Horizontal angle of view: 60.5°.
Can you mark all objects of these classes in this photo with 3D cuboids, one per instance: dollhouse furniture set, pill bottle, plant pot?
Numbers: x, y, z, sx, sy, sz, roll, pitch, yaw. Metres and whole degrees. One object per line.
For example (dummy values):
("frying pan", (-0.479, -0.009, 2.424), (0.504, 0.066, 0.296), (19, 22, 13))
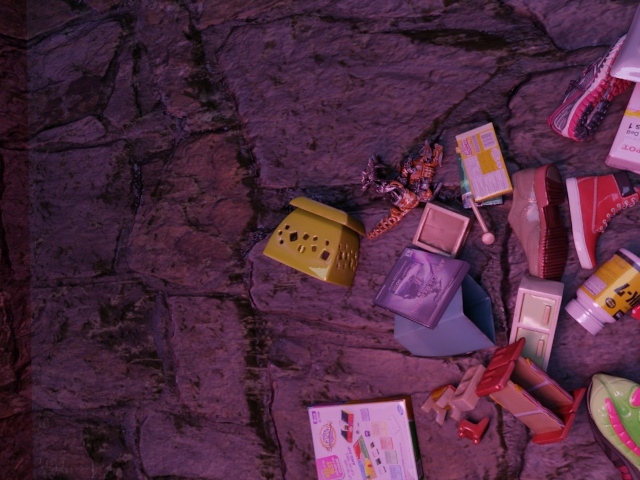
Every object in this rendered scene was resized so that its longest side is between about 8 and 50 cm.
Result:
("dollhouse furniture set", (0.457, 0.413, 1.424), (0.201, 0.152, 0.374), (41, 148, 0))
("pill bottle", (0.725, 0.130, 1.373), (0.119, 0.119, 0.208), (45, 105, 19))
("plant pot", (0.000, 0.000, 1.649), (0.227, 0.228, 0.207), (22, 89, 23))
("plant pot", (0.325, 0.216, 1.497), (0.234, 0.165, 0.166), (-28, 34, 32))

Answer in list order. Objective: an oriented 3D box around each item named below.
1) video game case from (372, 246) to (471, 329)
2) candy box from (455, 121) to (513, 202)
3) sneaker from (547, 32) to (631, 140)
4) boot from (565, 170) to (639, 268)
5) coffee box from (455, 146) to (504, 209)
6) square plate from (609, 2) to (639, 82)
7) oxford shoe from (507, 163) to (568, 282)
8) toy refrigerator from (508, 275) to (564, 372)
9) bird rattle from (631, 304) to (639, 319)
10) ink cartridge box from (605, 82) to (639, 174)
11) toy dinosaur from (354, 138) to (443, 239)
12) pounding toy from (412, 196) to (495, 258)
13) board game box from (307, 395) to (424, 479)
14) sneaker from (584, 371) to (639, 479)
("video game case", (0.268, 0.122, 1.506), (0.196, 0.026, 0.274), (-57, 25, -8))
("candy box", (0.448, -0.213, 1.505), (0.105, 0.027, 0.206), (-19, 70, 26))
("sneaker", (0.705, -0.406, 1.416), (0.299, 0.121, 0.112), (-54, 38, 4))
("boot", (0.733, -0.052, 1.399), (0.176, 0.088, 0.244), (-6, 82, 22))
("coffee box", (0.449, -0.185, 1.552), (0.113, 0.040, 0.184), (-7, 84, 25))
("square plate", (0.890, -0.451, 1.260), (0.347, 0.049, 0.344), (21, 56, 24))
("oxford shoe", (0.575, -0.025, 1.470), (0.130, 0.123, 0.348), (-1, 88, 50))
("toy refrigerator", (0.546, 0.237, 1.410), (0.102, 0.094, 0.270), (12, 114, 24))
("bird rattle", (0.858, 0.248, 1.299), (0.253, 0.143, 0.207), (29, 100, 24))
("ink cartridge box", (0.852, -0.298, 1.338), (0.201, 0.117, 0.278), (21, 96, 23))
("toy dinosaur", (0.226, -0.154, 1.600), (0.218, 0.164, 0.322), (32, 79, 6))
("pounding toy", (0.392, -0.040, 1.533), (0.206, 0.094, 0.181), (24, 107, 23))
("board game box", (0.130, 0.601, 1.641), (0.316, 0.064, 0.242), (-11, 83, 23))
("sneaker", (0.781, 0.517, 1.306), (0.185, 0.202, 0.483), (-25, 95, 10))
